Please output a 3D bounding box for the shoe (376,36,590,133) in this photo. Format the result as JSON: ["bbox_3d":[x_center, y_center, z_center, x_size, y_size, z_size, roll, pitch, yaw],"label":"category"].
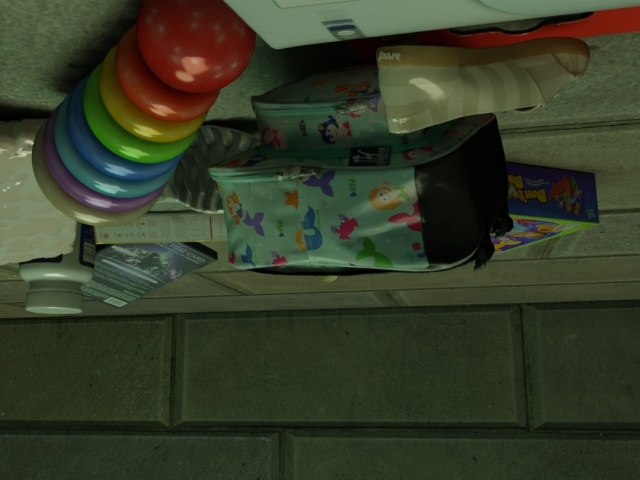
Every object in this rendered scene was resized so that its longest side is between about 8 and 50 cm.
[{"bbox_3d":[0.127,-0.119,0.535,0.219,0.058,0.076,-13,-167,-36],"label":"shoe"}]

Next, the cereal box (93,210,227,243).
[{"bbox_3d":[-0.182,-0.040,1.022,0.240,0.047,0.173,-2,-164,2],"label":"cereal box"}]

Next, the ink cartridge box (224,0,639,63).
[{"bbox_3d":[0.128,-0.158,0.454,0.308,0.091,0.385,-3,174,16],"label":"ink cartridge box"}]

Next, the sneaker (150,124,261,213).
[{"bbox_3d":[-0.160,-0.088,0.900,0.281,0.105,0.115,2,-175,25],"label":"sneaker"}]

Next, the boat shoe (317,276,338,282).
[{"bbox_3d":[0.000,0.000,1.275,0.089,0.104,0.285,5,157,-4],"label":"boat shoe"}]

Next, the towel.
[{"bbox_3d":[-0.469,-0.042,0.871,0.332,0.053,0.317,-10,158,-24],"label":"towel"}]

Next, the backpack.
[{"bbox_3d":[0.027,-0.062,0.657,0.253,0.191,0.225,-9,-165,28],"label":"backpack"}]

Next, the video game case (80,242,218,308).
[{"bbox_3d":[-0.369,0.051,1.389,0.274,0.026,0.196,-26,147,22],"label":"video game case"}]

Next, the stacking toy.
[{"bbox_3d":[-0.159,-0.126,0.633,0.141,0.141,0.330,7,159,-30],"label":"stacking toy"}]

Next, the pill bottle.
[{"bbox_3d":[-0.411,0.018,1.112,0.112,0.187,0.112,0,167,0],"label":"pill bottle"}]

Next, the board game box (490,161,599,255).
[{"bbox_3d":[0.230,-0.035,1.139,0.233,0.078,0.347,5,167,-21],"label":"board game box"}]
